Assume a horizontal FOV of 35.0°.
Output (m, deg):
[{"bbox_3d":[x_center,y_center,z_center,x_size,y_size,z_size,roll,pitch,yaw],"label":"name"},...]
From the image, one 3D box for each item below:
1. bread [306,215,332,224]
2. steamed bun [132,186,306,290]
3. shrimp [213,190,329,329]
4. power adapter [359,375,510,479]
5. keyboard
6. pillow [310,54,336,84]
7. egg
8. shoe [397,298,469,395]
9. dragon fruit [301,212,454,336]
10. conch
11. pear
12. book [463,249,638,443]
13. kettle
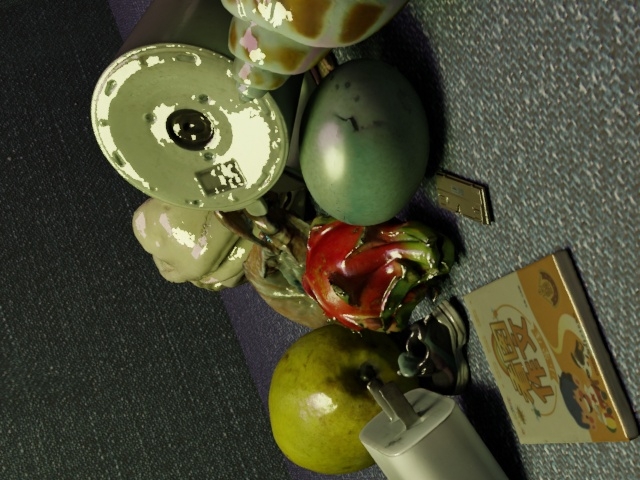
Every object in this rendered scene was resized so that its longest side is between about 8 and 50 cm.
[{"bbox_3d":[-0.003,0.005,1.728,0.105,0.152,0.077,-151,44,-76],"label":"bread"},{"bbox_3d":[-0.167,-0.026,1.956,0.247,0.339,0.352,57,169,5],"label":"steamed bun"},{"bbox_3d":[-0.045,0.034,1.655,0.446,0.221,0.110,55,-139,-50],"label":"shrimp"},{"bbox_3d":[0.152,0.296,1.417,0.255,0.124,0.187,56,166,-8],"label":"power adapter"},{"bbox_3d":[0.176,-0.054,1.259,0.129,0.015,0.049,-147,46,-68],"label":"keyboard"},{"bbox_3d":[-0.006,-0.240,1.668,0.211,0.034,0.135,93,156,-51],"label":"pillow"},{"bbox_3d":[0.056,-0.124,1.304,0.236,0.169,0.169,84,161,-47],"label":"egg"},{"bbox_3d":[0.153,0.164,1.435,0.071,0.099,0.169,-128,23,-46],"label":"shoe"},{"bbox_3d":[0.087,0.056,1.430,0.269,0.198,0.200,14,124,48],"label":"dragon fruit"},{"bbox_3d":[-0.006,-0.326,1.096,0.249,0.368,0.197,39,180,13],"label":"conch"},{"bbox_3d":[0.037,0.258,1.679,0.307,0.253,0.253,114,136,-66],"label":"pear"},{"bbox_3d":[0.256,0.135,1.181,0.295,0.020,0.208,131,119,-74],"label":"book"},{"bbox_3d":[-0.109,-0.216,1.415,0.361,0.250,0.377,53,-149,-31],"label":"kettle"}]
